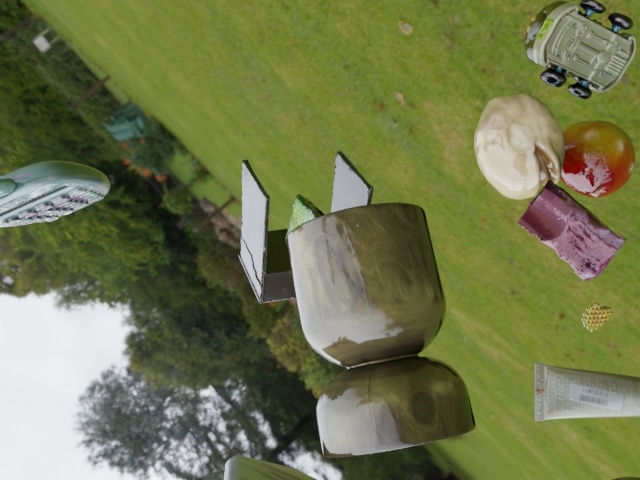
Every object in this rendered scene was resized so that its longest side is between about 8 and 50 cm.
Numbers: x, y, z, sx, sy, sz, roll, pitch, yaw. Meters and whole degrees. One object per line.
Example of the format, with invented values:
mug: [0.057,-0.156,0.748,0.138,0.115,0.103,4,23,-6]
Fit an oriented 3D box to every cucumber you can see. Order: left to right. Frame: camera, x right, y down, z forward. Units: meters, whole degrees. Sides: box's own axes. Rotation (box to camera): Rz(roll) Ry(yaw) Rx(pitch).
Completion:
cucumber: [0.000,0.000,1.164,0.244,0.063,0.115,-127,43,-61]

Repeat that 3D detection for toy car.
toy car: [0.604,-0.474,1.500,0.248,0.204,0.198,17,-157,-20]

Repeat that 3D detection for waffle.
waffle: [0.675,0.184,1.517,0.085,0.078,0.016,32,-174,-28]

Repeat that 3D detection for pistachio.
pistachio: [0.460,-0.207,1.443,0.213,0.194,0.318,60,-176,34]

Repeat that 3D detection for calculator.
calculator: [-0.426,-0.067,0.927,0.299,0.186,0.041,-6,-106,-84]

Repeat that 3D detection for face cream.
face cream: [0.688,0.369,1.476,0.084,0.342,0.137,33,-121,-81]

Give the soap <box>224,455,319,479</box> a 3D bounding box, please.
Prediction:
soap: [-0.043,0.377,0.780,0.208,0.115,0.347,26,170,-3]

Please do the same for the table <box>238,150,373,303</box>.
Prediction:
table: [-0.044,-0.036,1.427,0.196,0.251,0.281,-121,29,-50]

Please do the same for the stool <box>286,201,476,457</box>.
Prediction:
stool: [0.067,0.105,0.739,0.179,0.179,0.264,92,168,-76]

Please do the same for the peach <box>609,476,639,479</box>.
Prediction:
peach: [0.391,0.375,0.761,0.152,0.152,0.152,48,170,11]

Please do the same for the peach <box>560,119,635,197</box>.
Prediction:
peach: [0.670,-0.191,1.517,0.197,0.197,0.197,48,170,11]

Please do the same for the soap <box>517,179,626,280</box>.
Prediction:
soap: [0.505,-0.021,1.240,0.182,0.112,0.289,29,-162,-14]
